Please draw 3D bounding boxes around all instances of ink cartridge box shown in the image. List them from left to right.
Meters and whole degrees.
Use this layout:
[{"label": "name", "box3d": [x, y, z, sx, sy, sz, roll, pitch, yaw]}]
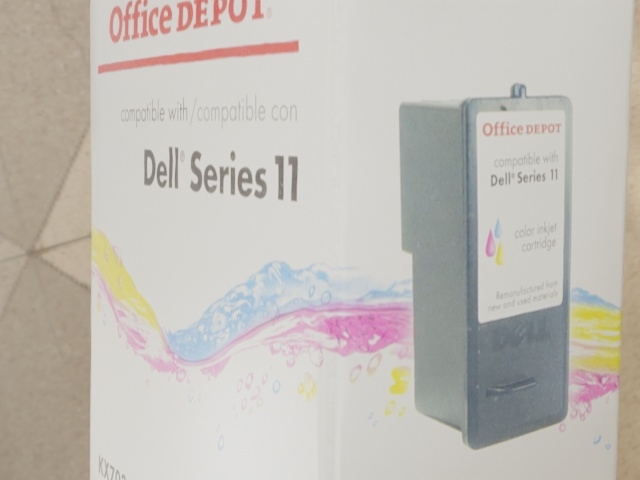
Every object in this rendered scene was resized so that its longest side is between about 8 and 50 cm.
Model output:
[{"label": "ink cartridge box", "box3d": [0.000, 0.000, 0.433, 0.207, 0.119, 0.354, 8, 99, 59]}]
